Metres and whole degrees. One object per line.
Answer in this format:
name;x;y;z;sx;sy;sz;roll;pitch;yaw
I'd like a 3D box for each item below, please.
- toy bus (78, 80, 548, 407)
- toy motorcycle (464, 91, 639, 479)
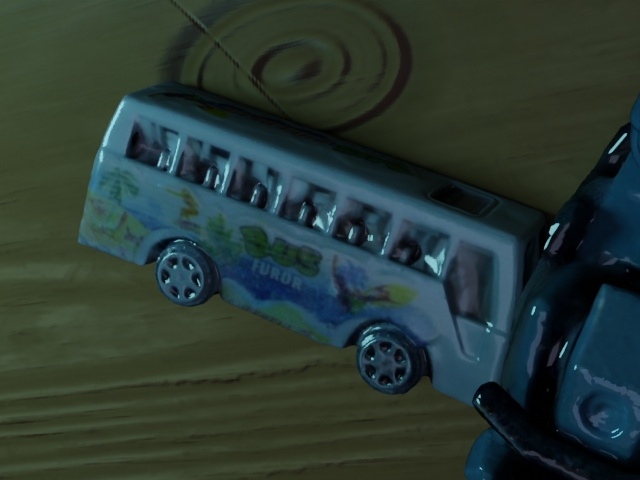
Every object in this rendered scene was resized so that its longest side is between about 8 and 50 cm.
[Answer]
toy bus;0.000;0.000;0.890;0.330;0.109;0.136;21;111;16
toy motorcycle;0.196;0.042;0.725;0.172;0.232;0.416;27;123;20
